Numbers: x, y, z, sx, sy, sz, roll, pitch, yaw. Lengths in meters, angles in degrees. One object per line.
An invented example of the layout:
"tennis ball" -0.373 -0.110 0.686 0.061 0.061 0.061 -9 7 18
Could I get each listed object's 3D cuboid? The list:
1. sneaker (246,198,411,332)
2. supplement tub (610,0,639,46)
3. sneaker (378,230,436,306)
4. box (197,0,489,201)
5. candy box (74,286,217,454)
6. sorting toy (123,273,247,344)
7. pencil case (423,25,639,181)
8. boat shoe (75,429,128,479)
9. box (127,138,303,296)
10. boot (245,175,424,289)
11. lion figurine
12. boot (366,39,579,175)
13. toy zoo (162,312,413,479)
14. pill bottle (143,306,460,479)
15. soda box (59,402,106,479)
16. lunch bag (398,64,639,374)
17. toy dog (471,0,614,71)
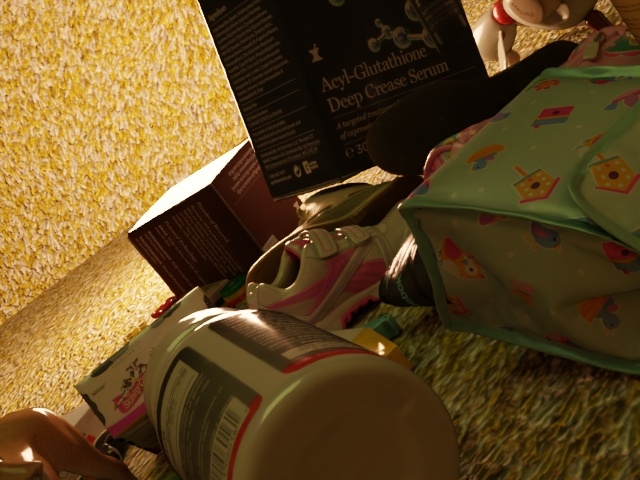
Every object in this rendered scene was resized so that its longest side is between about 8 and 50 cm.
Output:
"sneaker" 0.020 0.027 1.204 0.252 0.111 0.103 -42 14 -19
"supplement tub" 0.351 -0.289 0.933 0.241 0.331 0.241 -35 14 10
"sneaker" 0.147 -0.026 1.087 0.267 0.101 0.106 -45 9 -37
"box" 0.026 -0.296 1.503 0.293 0.396 0.212 -24 5 -29
"candy box" -0.155 0.148 1.148 0.159 0.071 0.233 -40 -14 -8
"sorting toy" -0.200 0.125 1.578 0.132 0.046 0.274 -46 17 -32
"pencil case" 0.222 -0.104 1.021 0.284 0.124 0.124 -37 11 -34
"boat shoe" -0.254 0.265 1.256 0.038 0.046 0.125 -27 20 38
"box" -0.160 -0.024 1.707 0.203 0.167 0.168 -28 16 33
"boot" 0.000 0.000 1.362 0.262 0.095 0.203 -35 14 -15
"lion figurine" -0.269 0.237 0.973 0.142 0.240 0.392 -39 13 -6
"boot" 0.192 -0.152 1.343 0.305 0.112 0.115 -23 -2 -13
"toy zoo" -0.029 0.171 1.027 0.293 0.030 0.192 -42 14 -18
"pill bottle" -0.032 0.140 0.808 0.161 0.161 0.283 -41 20 -14
"soda box" -0.318 0.289 1.279 0.069 0.074 0.216 -28 17 35
"lunch bag" 0.227 -0.026 0.772 0.262 0.160 0.223 7 40 48
"toy dog" 0.337 -0.323 1.571 0.220 0.161 0.333 -39 -1 5
